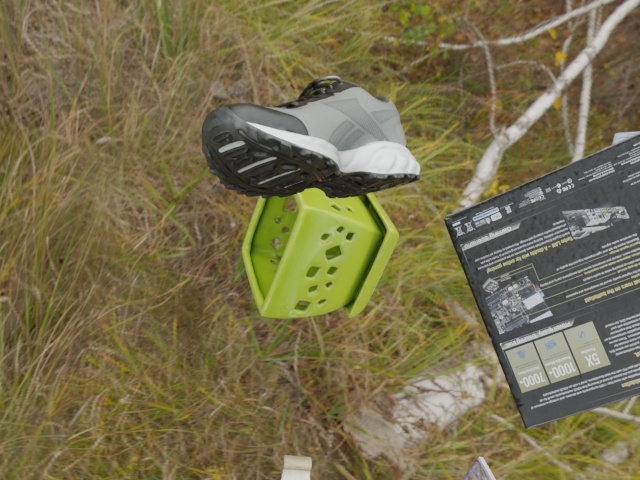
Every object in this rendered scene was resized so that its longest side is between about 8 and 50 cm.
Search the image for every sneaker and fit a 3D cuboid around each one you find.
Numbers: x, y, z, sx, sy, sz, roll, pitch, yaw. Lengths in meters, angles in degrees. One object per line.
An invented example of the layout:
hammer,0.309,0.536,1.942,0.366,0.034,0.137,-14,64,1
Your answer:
sneaker,-0.008,-0.098,0.634,0.271,0.100,0.108,-4,81,-55

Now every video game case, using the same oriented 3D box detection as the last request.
video game case,0.265,0.451,1.212,0.011,0.122,0.087,20,22,-24

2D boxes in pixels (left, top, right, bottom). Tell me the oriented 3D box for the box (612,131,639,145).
box,0.390,-0.041,0.836,0.126,0.072,0.137,55,48,-40

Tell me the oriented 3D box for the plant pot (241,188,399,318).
plant pot,0.000,0.000,1.252,0.207,0.227,0.228,10,28,-23

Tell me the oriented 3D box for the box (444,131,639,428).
box,0.194,0.020,0.449,0.077,0.180,0.147,12,56,-65

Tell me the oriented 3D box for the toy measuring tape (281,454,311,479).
toy measuring tape,-0.049,0.437,0.845,0.121,0.121,0.330,16,64,-23
